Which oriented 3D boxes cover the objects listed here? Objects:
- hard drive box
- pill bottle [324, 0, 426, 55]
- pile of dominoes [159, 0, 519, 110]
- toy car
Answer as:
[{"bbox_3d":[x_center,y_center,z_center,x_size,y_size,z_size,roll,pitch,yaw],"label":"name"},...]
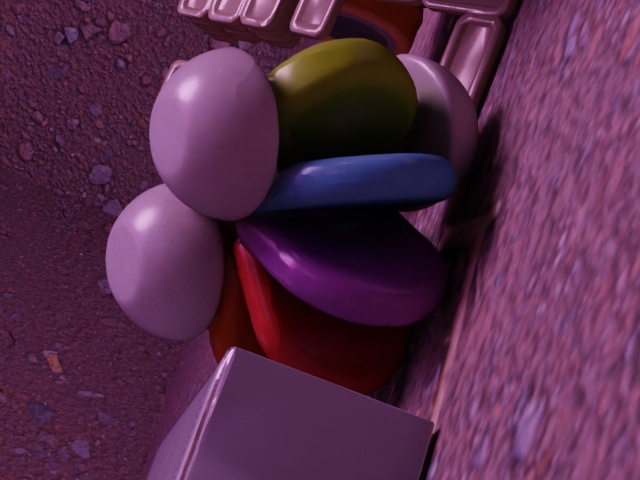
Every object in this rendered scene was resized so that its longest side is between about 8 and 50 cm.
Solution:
[{"bbox_3d":[-0.049,0.168,0.532,0.232,0.089,0.181,127,164,-67],"label":"hard drive box"},{"bbox_3d":[0.061,-0.250,0.826,0.130,0.130,0.246,145,146,-78],"label":"pill bottle"},{"bbox_3d":[0.021,-0.147,0.721,0.251,0.040,0.196,18,83,40],"label":"pile of dominoes"},{"bbox_3d":[0.000,0.000,0.560,0.136,0.159,0.182,57,135,37],"label":"toy car"}]
